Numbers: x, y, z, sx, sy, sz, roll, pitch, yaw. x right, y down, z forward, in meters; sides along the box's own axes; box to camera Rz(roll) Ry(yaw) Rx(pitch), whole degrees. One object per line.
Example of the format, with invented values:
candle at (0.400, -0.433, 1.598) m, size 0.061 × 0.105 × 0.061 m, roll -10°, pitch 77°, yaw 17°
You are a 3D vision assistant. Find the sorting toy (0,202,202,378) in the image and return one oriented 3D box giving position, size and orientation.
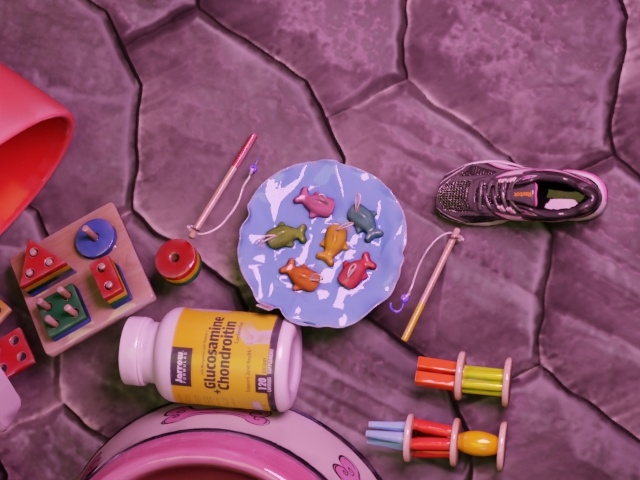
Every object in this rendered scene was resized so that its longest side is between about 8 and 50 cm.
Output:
sorting toy at (-0.272, 0.040, 1.667) m, size 0.274 × 0.046 × 0.132 m, roll -29°, pitch 62°, yaw 4°

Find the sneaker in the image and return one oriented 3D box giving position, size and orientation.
sneaker at (0.206, -0.051, 1.597) m, size 0.178 × 0.077 × 0.072 m, roll -4°, pitch 91°, yaw 11°

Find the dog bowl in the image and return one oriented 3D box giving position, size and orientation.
dog bowl at (-0.111, 0.374, 1.640) m, size 0.408 × 0.150 × 0.408 m, roll 0°, pitch 93°, yaw 10°

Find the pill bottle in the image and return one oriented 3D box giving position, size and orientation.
pill bottle at (-0.116, 0.125, 1.650) m, size 0.184 × 0.103 × 0.103 m, roll 4°, pitch 94°, yaw 9°

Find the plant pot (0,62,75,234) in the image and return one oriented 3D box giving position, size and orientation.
plant pot at (-0.434, -0.115, 1.605) m, size 0.243 × 0.275 × 0.275 m, roll 43°, pitch 99°, yaw 5°

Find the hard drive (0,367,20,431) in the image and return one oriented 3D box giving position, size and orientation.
hard drive at (-0.493, 0.076, 1.600) m, size 0.353 × 0.233 × 0.047 m, roll 24°, pitch 68°, yaw 12°

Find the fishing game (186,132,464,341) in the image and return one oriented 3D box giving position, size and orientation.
fishing game at (0.000, 0.000, 1.627) m, size 0.264 × 0.041 × 0.189 m, roll 29°, pitch 76°, yaw 10°

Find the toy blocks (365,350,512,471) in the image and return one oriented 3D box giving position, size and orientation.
toy blocks at (0.125, 0.176, 1.635) m, size 0.148 × 0.054 × 0.123 m, roll 4°, pitch 94°, yaw 10°
